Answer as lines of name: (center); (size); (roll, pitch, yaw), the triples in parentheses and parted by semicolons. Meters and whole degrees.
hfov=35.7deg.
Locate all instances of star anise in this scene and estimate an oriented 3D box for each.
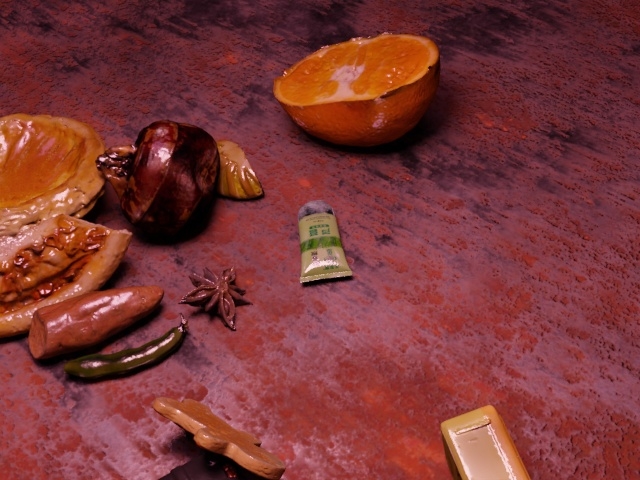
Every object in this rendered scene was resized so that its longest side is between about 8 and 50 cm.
star anise: (-0.178, 0.088, 1.772); (0.124, 0.056, 0.129); (26, 48, -4)

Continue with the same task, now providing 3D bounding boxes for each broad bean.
broad bean: (-0.328, 0.195, 1.706); (0.226, 0.039, 0.069); (-22, 56, -13)

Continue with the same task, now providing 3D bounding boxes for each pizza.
pizza: (-0.503, 0.061, 1.758); (0.365, 0.182, 0.074); (-25, 25, -11)

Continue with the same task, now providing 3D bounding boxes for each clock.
clock: (0.248, 0.352, 1.418); (0.096, 0.143, 0.202); (-21, 49, -1)

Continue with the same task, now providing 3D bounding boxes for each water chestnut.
water chestnut: (-0.301, -0.128, 1.861); (0.238, 0.224, 0.224); (19, 46, -17)

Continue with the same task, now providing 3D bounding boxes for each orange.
orange: (0.086, -0.309, 1.960); (0.310, 0.274, 0.274); (-38, 35, 36)

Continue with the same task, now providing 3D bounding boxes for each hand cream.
hand cream: (0.000, 0.000, 1.830); (0.095, 0.046, 0.175); (-7, 50, -2)

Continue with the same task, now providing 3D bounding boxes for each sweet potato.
sweet potato: (-0.392, 0.134, 1.732); (0.251, 0.097, 0.097); (-20, 49, -8)

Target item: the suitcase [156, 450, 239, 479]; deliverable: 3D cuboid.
suitcase: (-0.169, 0.455, 1.433); (0.206, 0.066, 0.285); (-28, 51, -16)

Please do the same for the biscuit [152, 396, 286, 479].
biscuit: (-0.152, 0.303, 1.523); (0.234, 0.153, 0.030); (26, 93, 29)

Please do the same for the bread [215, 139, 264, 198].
bread: (-0.182, -0.137, 1.962); (0.094, 0.083, 0.157); (-27, 51, -1)

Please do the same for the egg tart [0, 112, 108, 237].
egg tart: (-0.585, -0.096, 1.916); (0.387, 0.169, 0.388); (-3, 45, 3)
